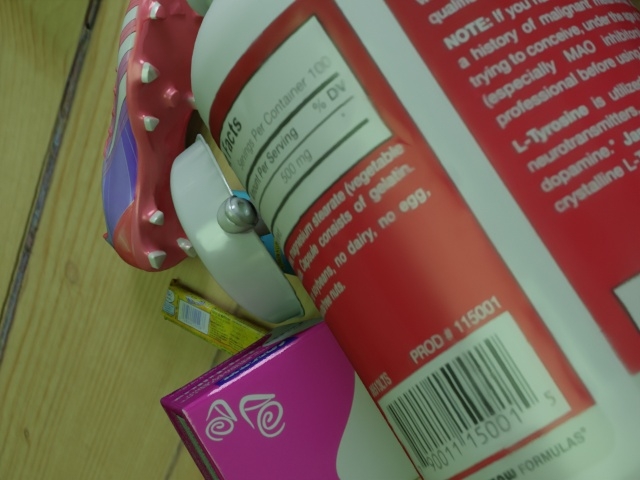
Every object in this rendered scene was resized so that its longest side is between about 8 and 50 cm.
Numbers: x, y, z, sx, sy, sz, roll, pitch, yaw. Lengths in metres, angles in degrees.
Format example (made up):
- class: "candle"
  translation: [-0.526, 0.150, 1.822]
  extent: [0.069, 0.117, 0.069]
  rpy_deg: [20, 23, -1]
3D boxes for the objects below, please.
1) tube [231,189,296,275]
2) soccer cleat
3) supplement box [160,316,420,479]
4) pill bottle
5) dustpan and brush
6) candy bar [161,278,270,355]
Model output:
- class: "tube"
  translation: [0.000, 0.000, 0.785]
  extent: [0.207, 0.052, 0.080]
  rpy_deg: [9, 119, 33]
- class: "soccer cleat"
  translation: [-0.140, -0.094, 0.853]
  extent: [0.095, 0.083, 0.248]
  rpy_deg: [21, 117, 39]
- class: "supplement box"
  translation: [-0.027, 0.126, 0.715]
  extent: [0.114, 0.111, 0.220]
  rpy_deg: [60, 166, -1]
- class: "pill bottle"
  translation: [0.076, -0.054, 0.586]
  extent: [0.229, 0.229, 0.407]
  rpy_deg: [-41, 75, 38]
- class: "dustpan and brush"
  translation: [-0.052, -0.009, 0.685]
  extent: [0.060, 0.211, 0.147]
  rpy_deg: [-31, 89, 9]
- class: "candy bar"
  translation: [-0.073, 0.074, 0.879]
  extent: [0.161, 0.018, 0.040]
  rpy_deg: [23, 112, 34]
